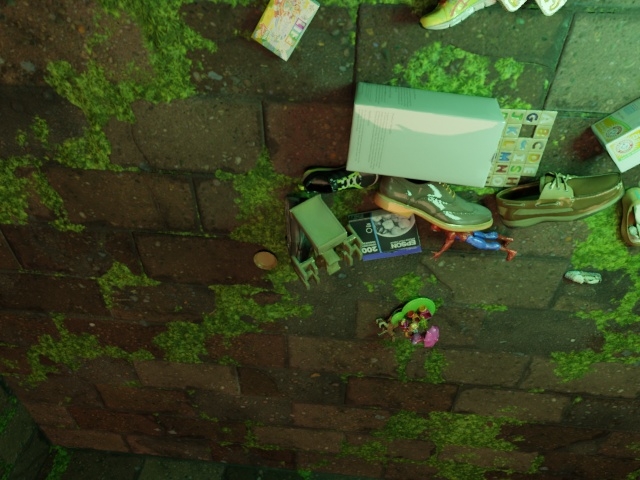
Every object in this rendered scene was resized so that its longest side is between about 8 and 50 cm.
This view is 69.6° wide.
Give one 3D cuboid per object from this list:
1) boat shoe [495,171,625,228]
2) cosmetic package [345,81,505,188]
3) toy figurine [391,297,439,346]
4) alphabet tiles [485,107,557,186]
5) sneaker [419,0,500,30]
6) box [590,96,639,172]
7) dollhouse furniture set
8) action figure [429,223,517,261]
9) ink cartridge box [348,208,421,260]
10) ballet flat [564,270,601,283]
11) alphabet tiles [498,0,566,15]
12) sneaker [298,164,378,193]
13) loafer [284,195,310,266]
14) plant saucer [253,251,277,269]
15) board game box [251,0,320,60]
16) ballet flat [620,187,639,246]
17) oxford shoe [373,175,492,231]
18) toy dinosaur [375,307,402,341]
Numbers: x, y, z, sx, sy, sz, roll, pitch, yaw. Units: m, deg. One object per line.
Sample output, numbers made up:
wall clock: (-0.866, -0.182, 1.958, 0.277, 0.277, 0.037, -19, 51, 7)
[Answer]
boat shoe: (0.640, -0.123, 1.263, 0.323, 0.123, 0.120, -17, 122, 38)
cosmetic package: (0.259, -0.273, 1.193, 0.365, 0.155, 0.197, 8, 130, 1)
toy figurine: (0.352, 0.315, 1.649, 0.173, 0.159, 0.130, -25, 126, 9)
alphabet tiles: (0.517, -0.251, 1.278, 0.198, 0.009, 0.237, 3, 129, 4)
sneaker: (0.310, -0.544, 1.018, 0.208, 0.082, 0.094, -26, 123, 12)
box: (0.812, -0.284, 1.146, 0.203, 0.114, 0.103, -32, 119, 30)
dollhouse furniture set: (0.000, 0.000, 1.426, 0.212, 0.161, 0.242, -29, 153, -12)
action figure: (0.455, 0.012, 1.450, 0.280, 0.092, 0.139, 19, 136, -13)
ink cartridge box: (0.213, -0.011, 1.493, 0.206, 0.045, 0.208, -10, 129, 15)
ballet flat: (0.875, 0.125, 1.527, 0.114, 0.041, 0.041, 3, 130, 5)
alphabet tiles: (0.462, -0.619, 0.928, 0.284, 0.021, 0.278, -41, 116, 17)
sneaker: (0.054, -0.166, 1.348, 0.234, 0.097, 0.084, -4, 130, 10)
loafer: (-0.078, -0.028, 1.499, 0.084, 0.096, 0.268, 17, 125, 17)
plant saucer: (-0.193, 0.067, 1.626, 0.083, 0.015, 0.084, 4, 130, 5)
board game box: (-0.086, -0.529, 1.108, 0.103, 0.026, 0.154, 29, 127, -17)
ballet flat: (0.931, -0.049, 1.353, 0.080, 0.073, 0.232, -20, 125, 23)
oxford shoe: (0.345, -0.122, 1.335, 0.363, 0.130, 0.133, 13, 119, -9)
toy dinosaur: (0.262, 0.314, 1.766, 0.092, 0.053, 0.183, -6, 126, -10)
